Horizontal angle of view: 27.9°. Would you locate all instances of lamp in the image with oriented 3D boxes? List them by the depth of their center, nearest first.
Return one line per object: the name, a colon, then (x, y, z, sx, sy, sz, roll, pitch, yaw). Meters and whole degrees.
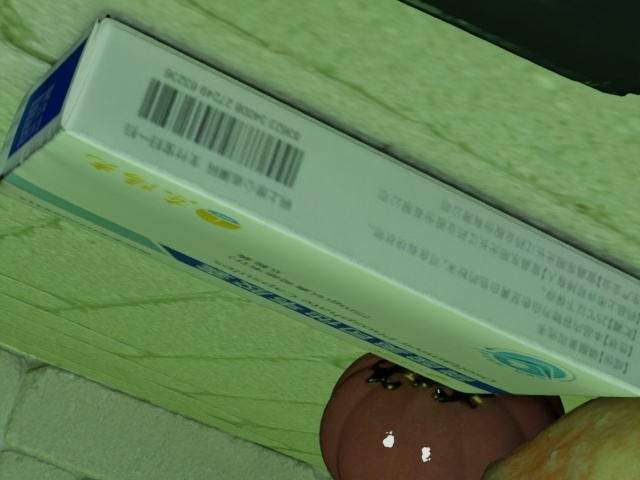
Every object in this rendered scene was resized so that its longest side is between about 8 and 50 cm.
lamp: (0.089, 0.131, 0.933, 0.182, 0.140, 0.182, -3, -156, 1)

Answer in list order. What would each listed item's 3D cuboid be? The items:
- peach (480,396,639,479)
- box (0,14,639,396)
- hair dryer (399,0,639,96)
peach: (0.209, 0.169, 0.796, 0.232, 0.232, 0.232, 18, 166, 5)
box: (0.000, 0.000, 0.719, 0.343, 0.065, 0.200, 25, 165, -20)
hair dryer: (-0.016, -0.097, 0.337, 0.352, 0.107, 0.189, 20, 169, -27)
